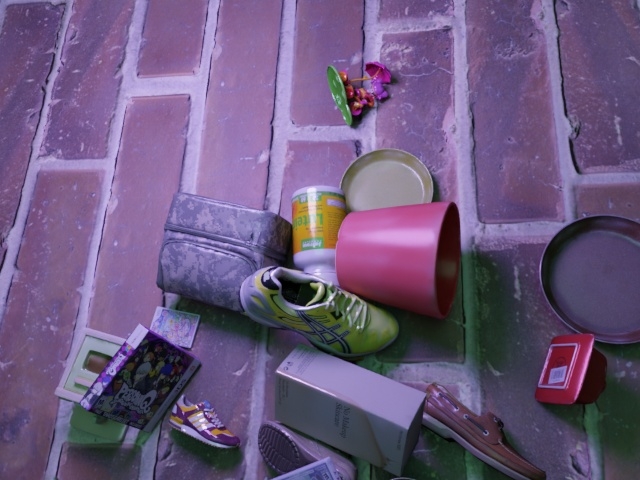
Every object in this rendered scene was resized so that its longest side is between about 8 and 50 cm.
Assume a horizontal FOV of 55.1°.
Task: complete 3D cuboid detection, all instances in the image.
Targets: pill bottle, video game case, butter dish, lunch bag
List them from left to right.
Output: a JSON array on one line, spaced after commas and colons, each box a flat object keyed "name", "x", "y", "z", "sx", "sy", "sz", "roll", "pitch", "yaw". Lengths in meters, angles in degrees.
[{"name": "video game case", "x": -0.405, "y": 0.323, "z": 1.412, "sx": 0.042, "sy": 0.232, "sz": 0.210, "roll": 27, "pitch": 75, "yaw": 33}, {"name": "video game case", "x": -0.373, "y": 0.221, "z": 1.564, "sx": 0.122, "sy": 0.011, "sz": 0.087, "roll": 9, "pitch": 72, "yaw": 13}, {"name": "lunch bag", "x": -0.236, "y": 0.039, "z": 1.513, "sx": 0.305, "sy": 0.212, "sz": 0.255, "roll": 13, "pitch": 86, "yaw": 14}, {"name": "video game case", "x": -0.013, "y": 0.569, "z": 1.289, "sx": 0.201, "sy": 0.023, "sz": 0.183, "roll": -35, "pitch": 77, "yaw": 33}, {"name": "pill bottle", "x": 0.000, "y": 0.000, "z": 1.512, "sx": 0.137, "sy": 0.136, "sz": 0.245, "roll": -5, "pitch": 74, "yaw": 8}, {"name": "butter dish", "x": 0.560, "y": 0.293, "z": 1.323, "sx": 0.118, "sy": 0.160, "sz": 0.159, "roll": 26, "pitch": 74, "yaw": -6}]

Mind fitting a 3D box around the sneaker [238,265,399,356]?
[{"name": "sneaker", "x": 0.014, "y": 0.162, "z": 1.362, "sx": 0.385, "sy": 0.147, "sz": 0.145, "roll": 17, "pitch": 63, "yaw": -20}]

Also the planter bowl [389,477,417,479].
[{"name": "planter bowl", "x": 0.179, "y": 0.581, "z": 1.282, "sx": 0.162, "sy": 0.109, "sz": 0.161, "roll": -3, "pitch": 69, "yaw": 9}]

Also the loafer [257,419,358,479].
[{"name": "loafer", "x": -0.028, "y": 0.486, "z": 1.365, "sx": 0.269, "sy": 0.092, "sz": 0.101, "roll": 25, "pitch": 100, "yaw": 33}]

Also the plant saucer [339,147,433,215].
[{"name": "plant saucer", "x": 0.170, "y": -0.125, "z": 1.589, "sx": 0.241, "sy": 0.037, "sz": 0.240, "roll": -3, "pitch": 70, "yaw": 9}]

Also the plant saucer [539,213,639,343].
[{"name": "plant saucer", "x": 0.666, "y": 0.090, "z": 1.419, "sx": 0.311, "sy": 0.050, "sz": 0.310, "roll": -3, "pitch": 70, "yaw": 9}]

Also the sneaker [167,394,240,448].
[{"name": "sneaker", "x": -0.266, "y": 0.424, "z": 1.438, "sx": 0.186, "sy": 0.069, "sz": 0.083, "roll": 17, "pitch": 79, "yaw": 14}]

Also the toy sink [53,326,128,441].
[{"name": "toy sink", "x": -0.527, "y": 0.348, "z": 1.477, "sx": 0.153, "sy": 0.131, "sz": 0.234, "roll": 14, "pitch": 73, "yaw": 15}]

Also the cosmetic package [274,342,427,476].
[{"name": "cosmetic package", "x": 0.059, "y": 0.361, "z": 1.328, "sx": 0.310, "sy": 0.160, "sz": 0.113, "roll": 17, "pitch": 36, "yaw": 24}]

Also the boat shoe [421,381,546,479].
[{"name": "boat shoe", "x": 0.349, "y": 0.415, "z": 1.315, "sx": 0.308, "sy": 0.110, "sz": 0.104, "roll": 28, "pitch": 78, "yaw": 18}]

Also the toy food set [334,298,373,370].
[{"name": "toy food set", "x": 0.065, "y": 0.230, "z": 1.478, "sx": 0.133, "sy": 0.038, "sz": 0.191, "roll": 6, "pitch": 65, "yaw": 4}]

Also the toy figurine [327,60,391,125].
[{"name": "toy figurine", "x": 0.123, "y": -0.420, "z": 1.680, "sx": 0.159, "sy": 0.130, "sz": 0.173, "roll": -21, "pitch": 89, "yaw": -9}]

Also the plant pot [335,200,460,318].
[{"name": "plant pot", "x": 0.180, "y": 0.038, "z": 1.419, "sx": 0.243, "sy": 0.275, "sz": 0.274, "roll": 4, "pitch": 70, "yaw": 23}]
